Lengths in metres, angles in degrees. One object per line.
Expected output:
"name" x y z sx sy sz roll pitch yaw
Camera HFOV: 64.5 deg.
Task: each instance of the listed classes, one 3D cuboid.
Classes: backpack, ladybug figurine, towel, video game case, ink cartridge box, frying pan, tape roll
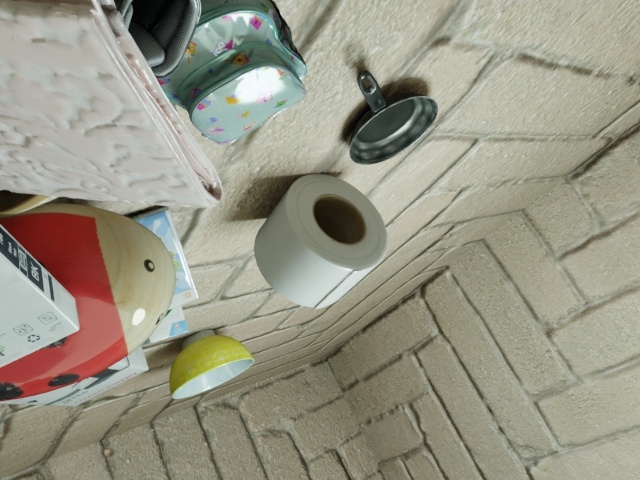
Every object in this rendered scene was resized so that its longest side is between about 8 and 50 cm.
"backpack" -0.113 -0.210 0.583 0.166 0.144 0.188 -26 158 12
"ladybug figurine" -0.436 0.108 0.744 0.450 0.162 0.304 -15 118 -18
"towel" -0.289 -0.120 0.478 0.332 0.053 0.317 6 160 6
"video game case" -0.348 0.059 0.947 0.194 0.023 0.212 -21 124 -18
"ink cartridge box" -0.379 0.158 1.165 0.092 0.143 0.090 -12 172 -38
"frying pan" 0.099 -0.223 0.959 0.326 0.053 0.197 1 146 -50
"ink cartridge box" -0.589 0.290 1.212 0.223 0.129 0.307 -26 161 -4
"ink cartridge box" -0.412 0.027 0.518 0.166 0.065 0.332 -24 142 -9
"tape roll" 0.000 0.000 1.098 0.246 0.246 0.169 -10 153 -40

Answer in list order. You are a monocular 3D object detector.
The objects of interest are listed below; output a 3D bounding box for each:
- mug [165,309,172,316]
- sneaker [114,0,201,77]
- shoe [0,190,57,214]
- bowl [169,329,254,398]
"mug" -0.360 0.086 1.035 0.129 0.097 0.157 31 98 -38
"sneaker" -0.217 -0.200 0.448 0.269 0.153 0.101 -30 160 6
"shoe" -0.334 -0.093 0.675 0.219 0.076 0.058 -30 155 0
"bowl" -0.384 0.395 1.700 0.290 0.156 0.289 -25 160 -10
